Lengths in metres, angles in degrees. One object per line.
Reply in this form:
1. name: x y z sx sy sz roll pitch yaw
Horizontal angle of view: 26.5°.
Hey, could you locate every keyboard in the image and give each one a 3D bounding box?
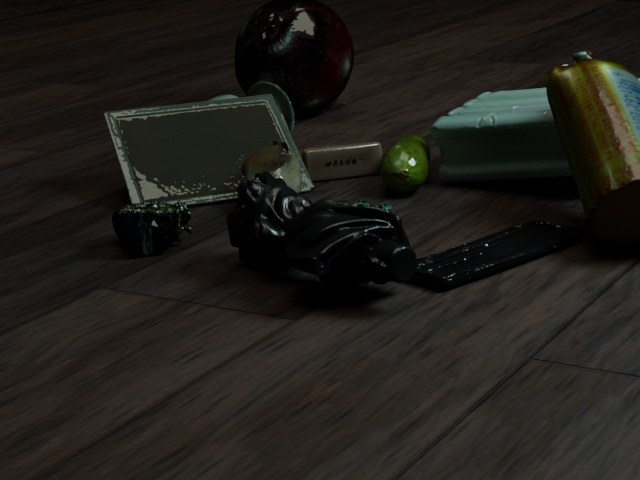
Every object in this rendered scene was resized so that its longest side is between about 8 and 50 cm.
1. keyboard: 0.195 0.013 1.532 0.250 0.017 0.087 -17 21 -41

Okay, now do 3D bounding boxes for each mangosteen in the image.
1. mangosteen: -0.037 -0.305 2.343 0.216 0.216 0.216 -2 17 1

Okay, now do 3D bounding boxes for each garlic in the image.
1. garlic: -0.062 -0.075 1.788 0.084 0.066 0.152 -23 28 7

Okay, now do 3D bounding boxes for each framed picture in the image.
1. framed picture: -0.156 -0.121 1.875 0.252 0.014 0.197 -8 50 -19

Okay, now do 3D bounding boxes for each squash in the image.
1. squash: 0.120 -0.112 1.874 0.066 0.066 0.201 0 17 8

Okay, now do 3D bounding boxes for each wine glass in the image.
1. wine glass: -0.148 -0.163 2.022 0.103 0.103 0.231 10 24 36

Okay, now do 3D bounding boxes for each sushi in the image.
1. sushi: -0.201 -0.018 1.634 0.085 0.056 0.083 -10 11 -20

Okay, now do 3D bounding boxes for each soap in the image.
1. soap: 0.315 -0.147 1.833 0.290 0.095 0.173 -1 19 35

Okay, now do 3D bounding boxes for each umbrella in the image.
1. umbrella: -0.001 -0.001 1.462 0.122 0.110 0.272 29 -6 -39

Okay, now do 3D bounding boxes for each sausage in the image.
1. sausage: 0.338 -0.128 1.614 0.125 0.117 0.317 -18 43 8

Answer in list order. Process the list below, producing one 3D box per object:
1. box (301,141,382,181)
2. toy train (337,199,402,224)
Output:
1. box: 0.031 -0.111 1.914 0.115 0.048 0.025 -7 13 -18
2. toy train: 0.043 -0.019 1.617 0.103 0.044 0.064 2 20 20
